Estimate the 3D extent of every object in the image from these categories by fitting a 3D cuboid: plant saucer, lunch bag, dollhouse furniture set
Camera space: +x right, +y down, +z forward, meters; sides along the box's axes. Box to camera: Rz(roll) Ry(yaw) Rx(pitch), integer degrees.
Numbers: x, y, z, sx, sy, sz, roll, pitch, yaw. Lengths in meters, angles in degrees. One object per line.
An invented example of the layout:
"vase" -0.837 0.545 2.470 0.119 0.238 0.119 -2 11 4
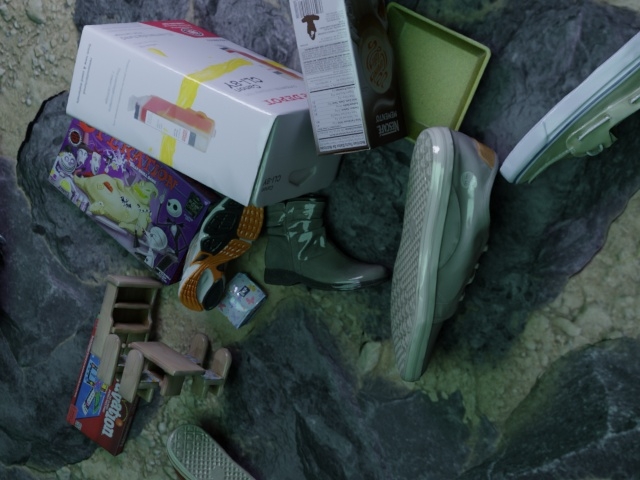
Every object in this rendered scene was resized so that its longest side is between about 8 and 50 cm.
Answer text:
"plant saucer" 0.162 -0.254 1.617 0.188 0.045 0.188 31 117 21
"lunch bag" -0.147 0.108 1.888 0.071 0.053 0.083 44 111 12
"dollhouse furniture set" -0.308 0.180 1.912 0.242 0.212 0.161 24 103 42

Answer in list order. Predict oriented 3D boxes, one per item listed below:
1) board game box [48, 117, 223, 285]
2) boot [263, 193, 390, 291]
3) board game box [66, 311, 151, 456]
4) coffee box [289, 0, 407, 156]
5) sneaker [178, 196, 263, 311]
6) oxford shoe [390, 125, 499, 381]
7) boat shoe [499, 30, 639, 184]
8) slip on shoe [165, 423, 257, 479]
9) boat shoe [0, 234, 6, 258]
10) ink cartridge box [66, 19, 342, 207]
"board game box" -0.362 -0.098 1.968 0.347 0.056 0.208 39 114 17
"boot" 0.000 0.000 1.761 0.246 0.083 0.161 4 98 28
"board game box" -0.435 0.298 2.122 0.145 0.027 0.281 30 116 19
"coffee box" 0.045 -0.264 1.574 0.098 0.141 0.246 -5 101 31
"sneaker" -0.189 -0.005 1.849 0.099 0.121 0.262 21 118 -24
"oxford shoe" 0.192 0.036 1.618 0.130 0.169 0.449 1 118 -14
"boat shoe" 0.386 -0.172 1.471 0.094 0.109 0.302 49 119 7
"slip on shoe" -0.181 0.498 1.987 0.331 0.123 0.101 49 153 5
"boat shoe" -0.764 -0.005 2.172 0.187 0.156 0.500 10 96 34
"ink cartridge box" -0.172 -0.221 1.687 0.385 0.279 0.160 28 114 21
